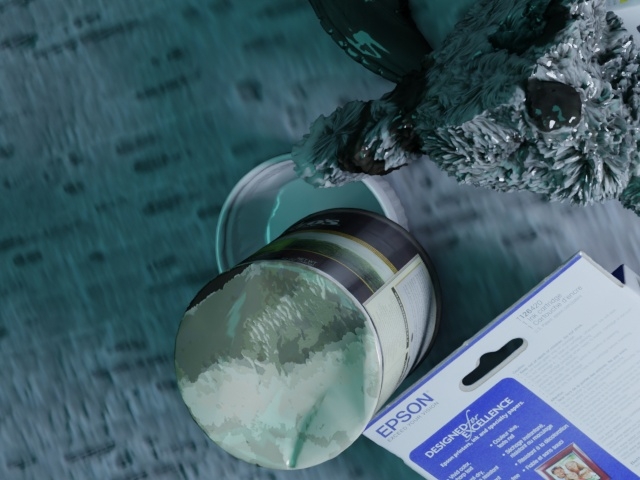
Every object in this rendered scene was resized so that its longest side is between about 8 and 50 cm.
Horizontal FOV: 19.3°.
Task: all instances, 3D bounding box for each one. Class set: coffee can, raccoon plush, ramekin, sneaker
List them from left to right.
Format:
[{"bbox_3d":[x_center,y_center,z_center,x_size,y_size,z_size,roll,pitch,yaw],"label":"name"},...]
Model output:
[{"bbox_3d":[-0.005,0.090,1.856,0.202,0.275,0.201,3,102,15],"label":"coffee can"},{"bbox_3d":[0.000,0.000,2.045,0.207,0.109,0.207,3,101,18],"label":"ramekin"},{"bbox_3d":[0.041,-0.278,1.992,0.130,0.109,0.286,-44,86,13],"label":"sneaker"},{"bbox_3d":[0.227,-0.095,1.870,0.299,0.216,0.446,40,151,-26],"label":"raccoon plush"}]

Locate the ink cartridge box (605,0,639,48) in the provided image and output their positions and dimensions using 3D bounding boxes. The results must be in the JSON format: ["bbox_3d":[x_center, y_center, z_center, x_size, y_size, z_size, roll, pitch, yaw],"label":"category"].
[{"bbox_3d":[0.338,-0.267,1.880,0.175,0.072,0.127,-11,57,19],"label":"ink cartridge box"}]

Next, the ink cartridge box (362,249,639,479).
[{"bbox_3d":[0.246,0.165,1.935,0.303,0.072,0.307,-40,119,21],"label":"ink cartridge box"}]
